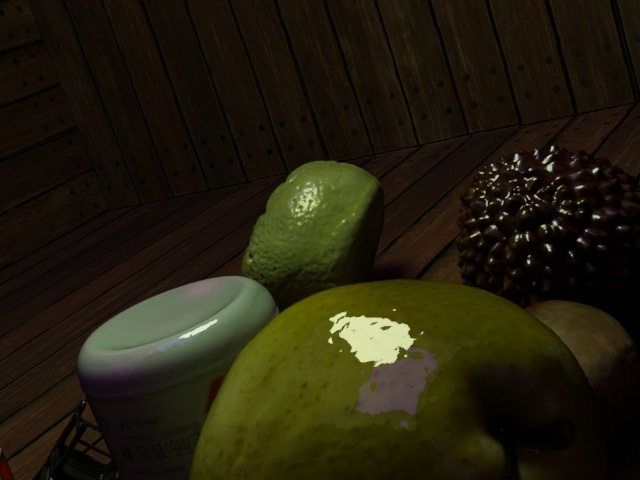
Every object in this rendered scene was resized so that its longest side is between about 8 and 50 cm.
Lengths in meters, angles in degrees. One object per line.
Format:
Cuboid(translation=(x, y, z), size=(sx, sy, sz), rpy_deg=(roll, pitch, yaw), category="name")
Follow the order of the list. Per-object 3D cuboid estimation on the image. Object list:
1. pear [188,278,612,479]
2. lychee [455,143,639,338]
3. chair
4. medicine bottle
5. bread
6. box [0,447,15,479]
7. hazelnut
Cuboid(translation=(0.063, 0.213, 0.921), size=(0.362, 0.362, 0.418), rpy_deg=(-30, -9, -39), category="pear")
Cuboid(translation=(0.324, 0.020, 1.410), size=(0.306, 0.330, 0.306), rpy_deg=(-37, 28, 24), category="lychee")
Cuboid(translation=(-0.359, 0.354, 1.478), size=(0.229, 0.113, 0.106), rpy_deg=(-57, 16, 2), category="chair")
Cuboid(translation=(-0.125, 0.219, 1.213), size=(0.241, 0.302, 0.241), rpy_deg=(-18, 15, 5), category="medicine bottle")
Cuboid(translation=(-0.011, -0.003, 1.903), size=(0.237, 0.321, 0.320), rpy_deg=(14, 18, 2), category="bread")
Cuboid(translation=(-0.509, 0.390, 1.363), size=(0.239, 0.153, 0.074), rpy_deg=(-20, 19, -6), category="box")
Cuboid(translation=(0.268, 0.165, 1.194), size=(0.214, 0.176, 0.214), rpy_deg=(-34, -12, -8), category="hazelnut")
